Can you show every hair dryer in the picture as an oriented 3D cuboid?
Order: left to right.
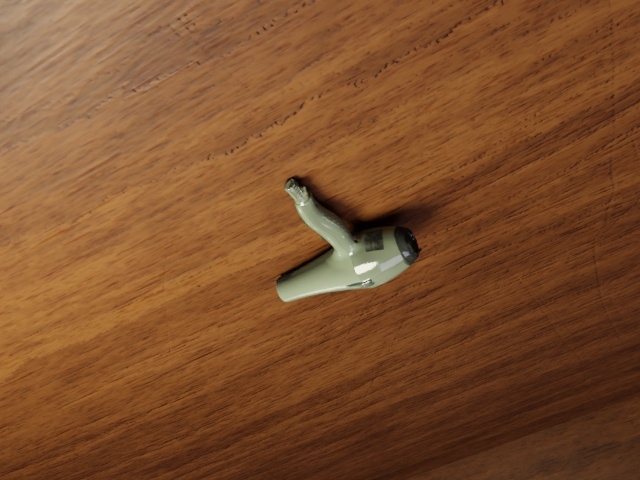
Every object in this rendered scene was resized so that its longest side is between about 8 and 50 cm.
[{"bbox_3d":[-0.007,0.020,0.961,0.225,0.088,0.219,24,136,-27],"label":"hair dryer"}]
